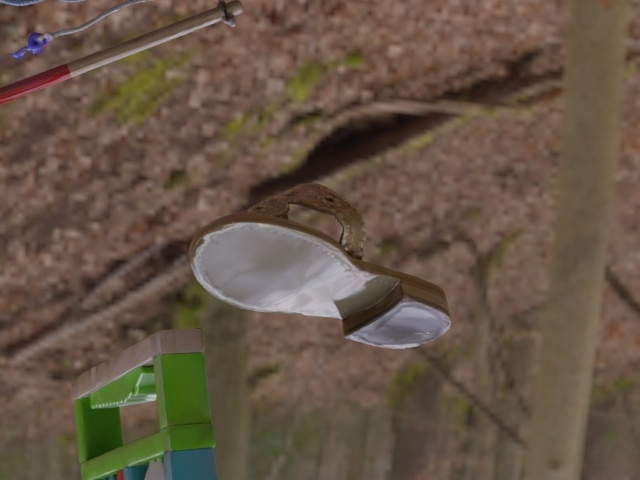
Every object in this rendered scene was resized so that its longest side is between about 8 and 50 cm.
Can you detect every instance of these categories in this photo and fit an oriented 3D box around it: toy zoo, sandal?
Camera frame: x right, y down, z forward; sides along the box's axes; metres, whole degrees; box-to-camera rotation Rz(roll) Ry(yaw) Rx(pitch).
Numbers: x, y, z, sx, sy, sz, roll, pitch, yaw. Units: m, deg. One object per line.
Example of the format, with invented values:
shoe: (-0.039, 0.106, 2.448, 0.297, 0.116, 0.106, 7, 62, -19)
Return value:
toy zoo: (-0.098, 0.213, 1.036, 0.030, 0.293, 0.192, -2, 169, -24)
sandal: (-0.005, 0.003, 1.143, 0.088, 0.079, 0.240, -31, 145, 29)

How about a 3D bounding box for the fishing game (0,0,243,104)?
fishing game: (-0.145, -0.203, 0.856, 0.189, 0.264, 0.041, -21, 166, -12)
